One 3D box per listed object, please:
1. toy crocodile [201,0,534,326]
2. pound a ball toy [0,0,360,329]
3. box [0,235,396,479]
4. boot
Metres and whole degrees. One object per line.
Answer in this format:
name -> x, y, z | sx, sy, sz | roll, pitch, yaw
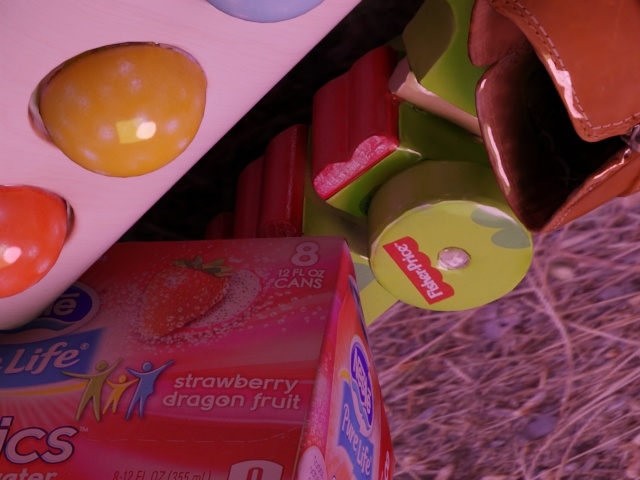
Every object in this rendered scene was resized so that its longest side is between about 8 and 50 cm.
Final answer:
toy crocodile -> 0.000, 0.000, 0.798 | 0.105, 0.115, 0.340 | 22, 133, -21
pound a ball toy -> -0.118, -0.074, 0.591 | 0.208, 0.136, 0.319 | 13, 138, -41
box -> -0.131, 0.100, 0.736 | 0.300, 0.154, 0.142 | -2, 132, 12
boot -> 0.169, -0.064, 0.702 | 0.220, 0.109, 0.283 | -40, 147, -12
